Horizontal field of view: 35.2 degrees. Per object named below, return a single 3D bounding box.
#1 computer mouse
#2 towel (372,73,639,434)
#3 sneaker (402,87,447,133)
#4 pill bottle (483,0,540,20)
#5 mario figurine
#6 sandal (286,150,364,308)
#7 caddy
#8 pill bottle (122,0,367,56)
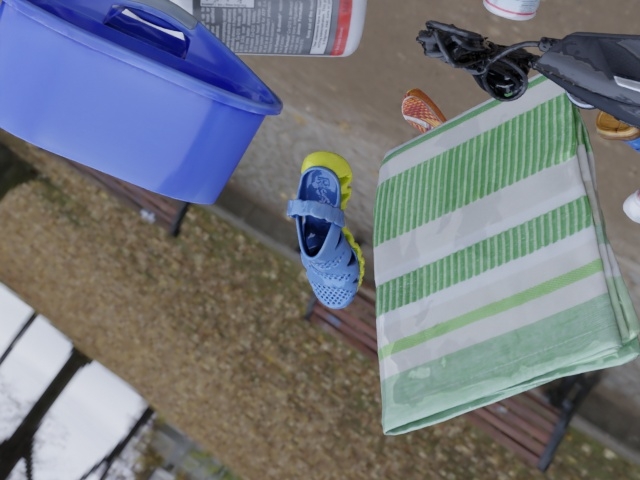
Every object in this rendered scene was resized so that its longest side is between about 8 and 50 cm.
[{"bbox_3d":[0.206,-0.099,0.671,0.262,0.060,0.184,9,-174,23],"label":"computer mouse"},{"bbox_3d":[0.157,0.002,0.954,0.247,0.325,0.038,-25,138,29],"label":"towel"},{"bbox_3d":[0.202,-0.185,1.700,0.175,0.064,0.067,54,-152,-19],"label":"sneaker"},{"bbox_3d":[0.311,-0.428,1.550,0.087,0.087,0.160,31,129,26],"label":"pill bottle"},{"bbox_3d":[0.547,-0.151,1.619,0.198,0.170,0.320,-24,138,31],"label":"mario figurine"},{"bbox_3d":[0.000,0.000,1.876,0.126,0.138,0.317,2,123,23],"label":"sandal"},{"bbox_3d":[-0.210,-0.186,1.112,0.341,0.179,0.241,22,-164,-19],"label":"caddy"},{"bbox_3d":[-0.124,-0.375,1.466,0.362,0.210,0.210,0,176,-9],"label":"pill bottle"}]
